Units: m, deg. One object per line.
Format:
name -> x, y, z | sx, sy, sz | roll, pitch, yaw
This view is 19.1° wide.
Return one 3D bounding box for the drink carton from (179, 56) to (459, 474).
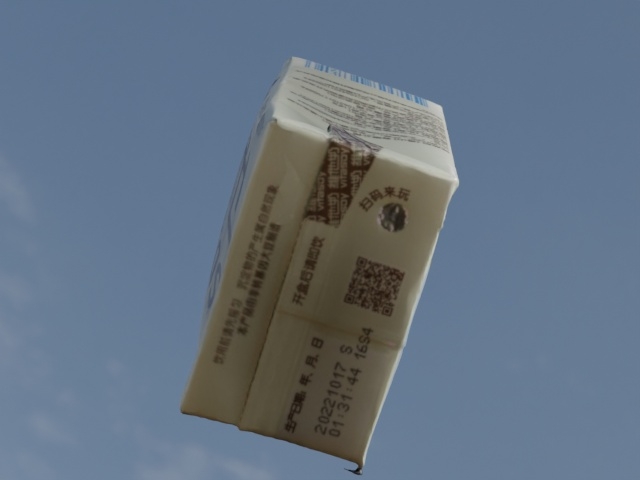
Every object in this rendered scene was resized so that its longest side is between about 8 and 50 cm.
drink carton -> 0.000, 0.000, 1.265 | 0.132, 0.324, 0.194 | 17, -78, -3
